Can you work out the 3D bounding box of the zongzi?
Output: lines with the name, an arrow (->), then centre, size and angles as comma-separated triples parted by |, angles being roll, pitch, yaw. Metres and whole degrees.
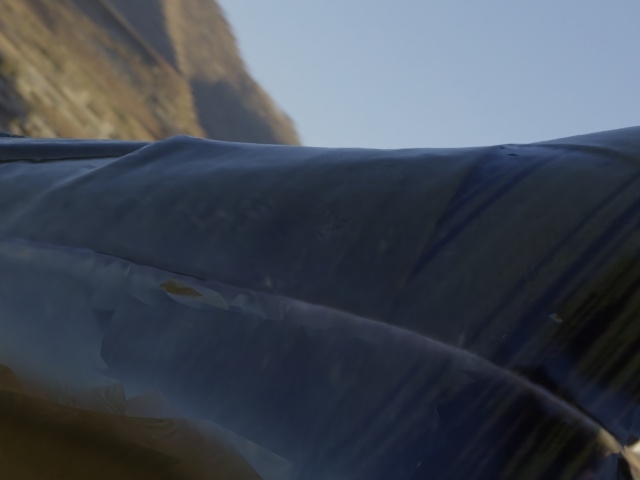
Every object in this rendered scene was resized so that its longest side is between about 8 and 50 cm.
zongzi -> 0.000, 0.000, 0.482 | 0.274, 0.300, 0.145 | 31, -25, 16
